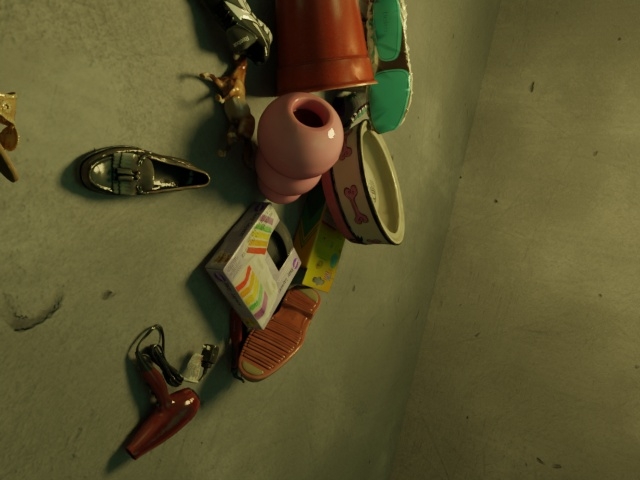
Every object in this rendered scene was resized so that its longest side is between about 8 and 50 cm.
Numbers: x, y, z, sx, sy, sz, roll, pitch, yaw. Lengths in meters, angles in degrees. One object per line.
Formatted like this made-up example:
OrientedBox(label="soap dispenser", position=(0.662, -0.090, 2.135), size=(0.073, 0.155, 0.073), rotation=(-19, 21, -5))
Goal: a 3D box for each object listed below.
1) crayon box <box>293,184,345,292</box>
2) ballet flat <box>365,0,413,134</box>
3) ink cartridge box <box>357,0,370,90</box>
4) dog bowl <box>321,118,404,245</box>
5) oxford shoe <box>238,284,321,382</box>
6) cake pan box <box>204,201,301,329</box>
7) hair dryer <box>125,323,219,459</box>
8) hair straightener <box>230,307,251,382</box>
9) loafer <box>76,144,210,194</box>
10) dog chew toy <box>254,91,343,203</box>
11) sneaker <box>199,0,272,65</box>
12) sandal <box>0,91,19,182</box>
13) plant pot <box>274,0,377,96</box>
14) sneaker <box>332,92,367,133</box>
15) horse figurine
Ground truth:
OrientedBox(label="crayon box", position=(0.000, 0.000, 1.559), size=(0.202, 0.081, 0.318), rotation=(31, 73, -60))
OrientedBox(label="ballet flat", position=(0.208, -0.535, 1.435), size=(0.147, 0.147, 0.408), rotation=(-33, 128, -51))
OrientedBox(label="ink cartridge box", position=(0.091, -0.606, 1.445), size=(0.198, 0.115, 0.272), rotation=(-13, 112, -58))
OrientedBox(label="dog bowl", position=(0.138, -0.169, 1.520), size=(0.408, 0.151, 0.407), rotation=(-13, 90, -68))
OrientedBox(label="oxford shoe", position=(-0.115, 0.293, 1.393), size=(0.397, 0.141, 0.146), rotation=(-44, 159, -53))
OrientedBox(label="cake pan box", position=(-0.166, 0.064, 1.275), size=(0.266, 0.070, 0.245), rotation=(-60, 142, -38))
OrientedBox(label="hair dryer", position=(-0.371, 0.353, 1.096), size=(0.224, 0.080, 0.293), rotation=(30, 69, -43))
OrientedBox(label="hair straightener", position=(-0.212, 0.289, 1.336), size=(0.089, 0.047, 0.230), rotation=(-15, 109, -58))
OrientedBox(label="loafer", position=(-0.333, -0.134, 0.931), size=(0.268, 0.084, 0.096), rotation=(-12, 111, -58))
OrientedBox(label="dog chew toy", position=(-0.074, -0.209, 1.186), size=(0.206, 0.207, 0.332), rotation=(-55, 180, -34))
OrientedBox(label="sneaker", position=(-0.182, -0.467, 1.024), size=(0.234, 0.078, 0.106), rotation=(33, 43, -52))
OrientedBox(label="sandal", position=(-0.471, -0.201, 0.665), size=(0.079, 0.088, 0.240), rotation=(-47, 134, -33))
OrientedBox(label="plant pot", position=(-0.003, -0.517, 1.202), size=(0.272, 0.273, 0.264), rotation=(-31, 118, -52))
OrientedBox(label="sneaker", position=(0.095, -0.449, 1.552), size=(0.223, 0.083, 0.098), rotation=(-57, 140, -30))
OrientedBox(label="horse figurine", position=(-0.199, -0.299, 1.102), size=(0.174, 0.066, 0.263), rotation=(-59, 141, -60))
